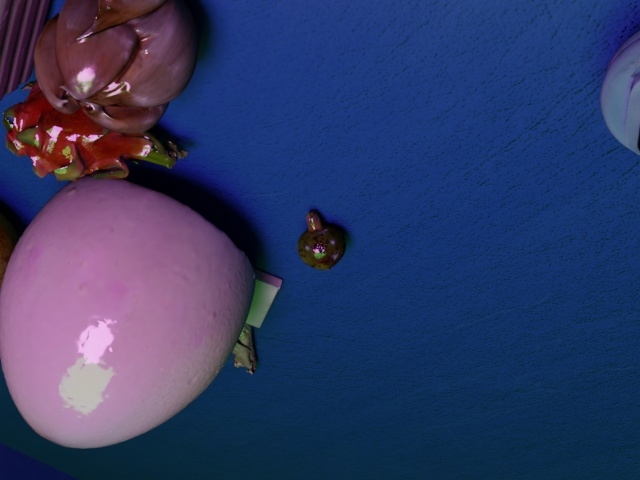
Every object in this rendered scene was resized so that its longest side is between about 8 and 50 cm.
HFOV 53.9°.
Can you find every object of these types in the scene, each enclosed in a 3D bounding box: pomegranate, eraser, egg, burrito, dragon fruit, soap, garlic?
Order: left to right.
[{"bbox_3d":[-0.372,-0.254,0.724,0.065,0.122,0.203,30,130,-10],"label":"soap"},{"bbox_3d":[-0.296,-0.138,0.834,0.235,0.137,0.135,17,103,-1],"label":"dragon fruit"},{"bbox_3d":[-0.310,0.132,0.934,0.354,0.340,0.355,19,153,10],"label":"egg"},{"bbox_3d":[-0.209,-0.223,0.696,0.160,0.191,0.214,19,135,-41],"label":"garlic"},{"bbox_3d":[-0.156,0.208,1.244,0.051,0.042,0.171,11,142,13],"label":"burrito"},{"bbox_3d":[-0.134,0.096,1.123,0.103,0.023,0.150,23,140,-5],"label":"eraser"},{"bbox_3d":[0.003,0.002,0.934,0.073,0.073,0.085,12,124,8],"label":"pomegranate"}]

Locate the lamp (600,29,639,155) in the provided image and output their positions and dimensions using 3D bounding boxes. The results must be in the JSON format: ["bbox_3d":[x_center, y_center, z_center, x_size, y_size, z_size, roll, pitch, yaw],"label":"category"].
[{"bbox_3d":[0.406,-0.136,0.563,0.283,0.147,0.209,-6,133,14],"label":"lamp"}]

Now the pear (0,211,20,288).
[{"bbox_3d":[-0.654,0.032,1.072,0.283,0.284,0.284,10,139,9],"label":"pear"}]
